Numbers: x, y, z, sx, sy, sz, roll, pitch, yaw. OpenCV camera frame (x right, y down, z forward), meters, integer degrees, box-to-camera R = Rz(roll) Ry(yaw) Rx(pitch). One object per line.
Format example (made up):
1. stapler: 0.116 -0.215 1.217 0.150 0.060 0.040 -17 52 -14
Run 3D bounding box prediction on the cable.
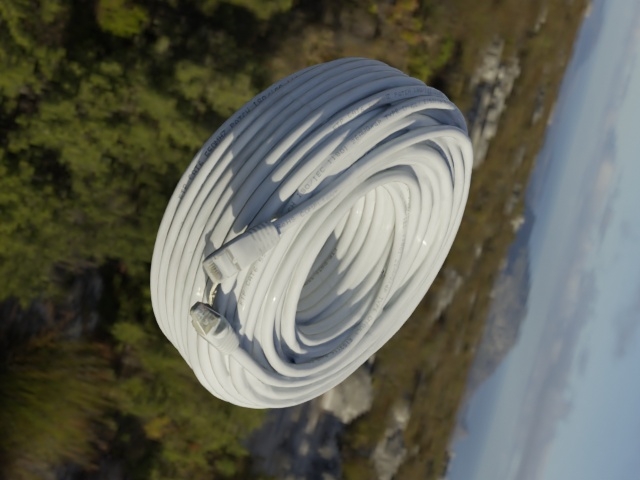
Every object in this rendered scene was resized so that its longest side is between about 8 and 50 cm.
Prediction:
1. cable: 0.000 0.000 0.809 0.257 0.089 0.257 -44 150 -21
